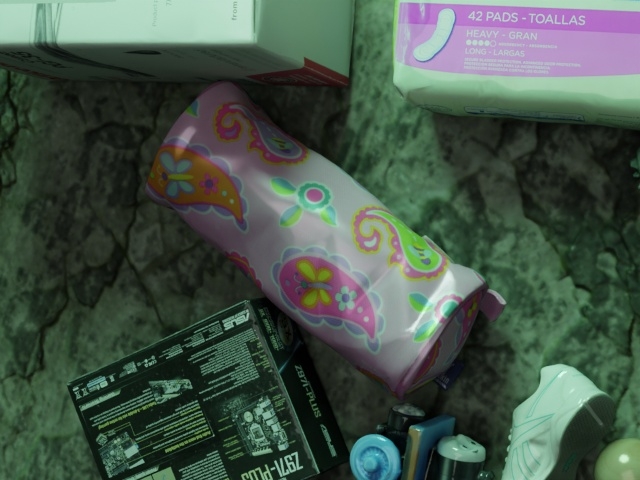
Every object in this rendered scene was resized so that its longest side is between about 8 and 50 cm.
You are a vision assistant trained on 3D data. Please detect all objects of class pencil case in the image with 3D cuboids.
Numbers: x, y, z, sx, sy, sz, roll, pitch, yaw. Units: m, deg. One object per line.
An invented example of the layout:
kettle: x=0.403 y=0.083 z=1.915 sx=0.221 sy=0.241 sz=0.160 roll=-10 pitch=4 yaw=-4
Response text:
pencil case: x=0.000 y=0.000 z=1.058 sx=0.284 sy=0.124 sz=0.124 roll=38 pitch=102 yaw=15

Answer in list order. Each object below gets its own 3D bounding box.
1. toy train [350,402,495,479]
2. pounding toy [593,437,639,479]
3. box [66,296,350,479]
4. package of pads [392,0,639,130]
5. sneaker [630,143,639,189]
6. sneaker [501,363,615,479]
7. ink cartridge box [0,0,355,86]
toy train: x=0.074 y=0.219 z=1.043 sx=0.105 sy=0.080 sz=0.184 roll=13 pitch=98 yaw=27
pounding toy: x=0.249 y=0.274 z=0.969 sx=0.183 sy=0.110 sz=0.237 roll=15 pitch=95 yaw=19
box: x=-0.090 y=0.146 z=1.107 sx=0.180 sy=0.077 sz=0.147 roll=-26 pitch=82 yaw=18
package of pads: x=0.173 y=-0.234 z=1.000 sx=0.229 sy=0.101 sz=0.296 roll=6 pitch=92 yaw=18
sneaker: x=0.322 y=0.004 z=0.963 sx=0.106 sy=0.078 sz=0.234 roll=-42 pitch=81 yaw=12
sneaker: x=0.166 y=0.161 z=1.035 sx=0.061 sy=0.053 sz=0.152 roll=51 pitch=122 yaw=48
ink cartridge box: x=-0.137 y=-0.189 z=1.055 sx=0.283 sy=0.207 sz=0.117 roll=3 pitch=89 yaw=20
